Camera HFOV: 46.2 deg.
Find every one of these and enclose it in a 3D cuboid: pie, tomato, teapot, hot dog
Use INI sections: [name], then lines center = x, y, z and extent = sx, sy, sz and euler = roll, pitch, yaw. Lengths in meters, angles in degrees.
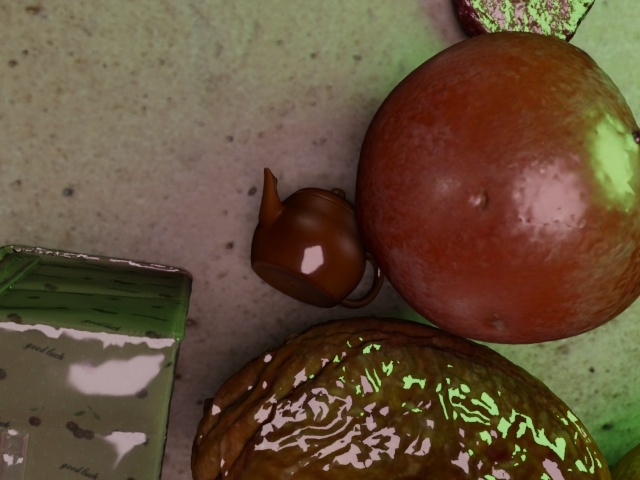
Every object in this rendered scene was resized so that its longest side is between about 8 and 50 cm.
[pie]
center = 0.200, -0.249, 0.727
extent = 0.154, 0.036, 0.154
euler = -1, 99, -8
[tomato]
center = 0.149, -0.040, 0.640
extent = 0.265, 0.265, 0.265
euler = -1, 99, -8
[teapot]
center = 0.000, 0.000, 0.711
extent = 0.173, 0.116, 0.116
euler = 38, 92, -28
[hot dog]
center = 0.074, 0.213, 0.683
extent = 0.387, 0.174, 0.267
euler = 25, 121, -10

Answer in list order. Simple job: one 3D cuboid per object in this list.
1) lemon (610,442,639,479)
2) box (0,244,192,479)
[lemon]
center = 0.407, 0.339, 0.723
extent = 0.336, 0.336, 0.336
euler = -1, 99, -8
[box]
center = -0.223, 0.178, 0.640
extent = 0.190, 0.225, 0.297
euler = 10, 99, -9
